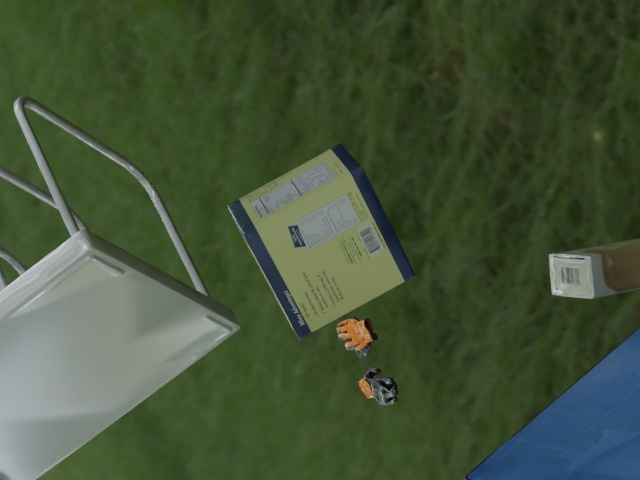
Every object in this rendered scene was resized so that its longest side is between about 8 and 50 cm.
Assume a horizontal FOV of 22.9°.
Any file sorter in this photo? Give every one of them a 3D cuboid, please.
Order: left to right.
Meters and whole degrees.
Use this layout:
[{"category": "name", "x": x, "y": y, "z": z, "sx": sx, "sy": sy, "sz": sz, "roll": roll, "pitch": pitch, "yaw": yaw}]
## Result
[{"category": "file sorter", "x": -0.245, "y": 0.053, "z": 1.171, "sx": 0.193, "sy": 0.277, "sz": 0.173, "roll": 34, "pitch": -157, "yaw": -56}]

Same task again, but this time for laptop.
[{"category": "laptop", "x": 0.351, "y": 0.034, "z": 1.256, "sx": 0.236, "sy": 0.382, "sz": 0.408, "roll": 35, "pitch": 140, "yaw": 26}]

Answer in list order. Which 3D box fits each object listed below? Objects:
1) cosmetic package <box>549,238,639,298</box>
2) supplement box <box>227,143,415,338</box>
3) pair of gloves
[{"category": "cosmetic package", "x": 0.280, "y": 0.026, "z": 1.508, "sx": 0.060, "sy": 0.115, "sz": 0.041, "roll": 3, "pitch": 100, "yaw": 54}, {"category": "supplement box", "x": 0.000, "y": 0.000, "z": 0.983, "sx": 0.083, "sy": 0.083, "sz": 0.056, "roll": 63, "pitch": 177, "yaw": -22}, {"category": "pair of gloves", "x": 0.040, "y": 0.106, "z": 1.376, "sx": 0.083, "sy": 0.010, "sz": 0.074, "roll": 66, "pitch": 157, "yaw": -3}]
